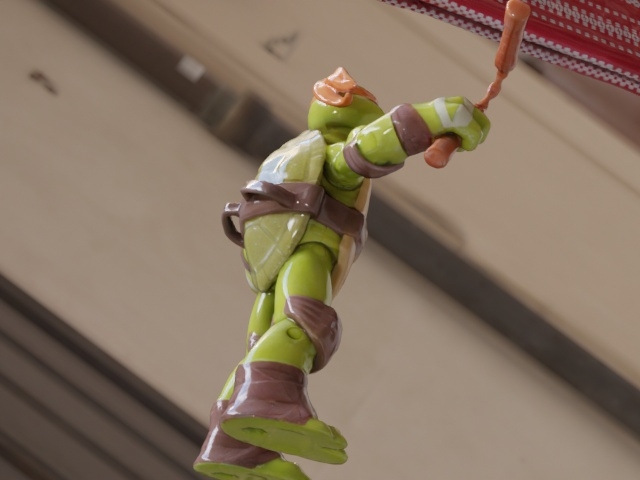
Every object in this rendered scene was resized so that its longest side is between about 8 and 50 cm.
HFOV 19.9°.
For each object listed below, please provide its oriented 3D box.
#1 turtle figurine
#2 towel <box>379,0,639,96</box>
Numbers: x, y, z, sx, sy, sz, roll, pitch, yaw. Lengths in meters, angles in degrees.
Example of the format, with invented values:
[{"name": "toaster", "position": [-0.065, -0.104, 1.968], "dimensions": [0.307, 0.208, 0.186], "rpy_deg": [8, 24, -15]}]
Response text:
[{"name": "turtle figurine", "position": [0.000, 0.000, 0.866], "dimensions": [0.269, 0.087, 0.217], "rpy_deg": [-32, 38, 56]}, {"name": "towel", "position": [0.096, -0.199, 1.008], "dimensions": [0.031, 0.199, 0.275], "rpy_deg": [-54, 27, 42]}]
